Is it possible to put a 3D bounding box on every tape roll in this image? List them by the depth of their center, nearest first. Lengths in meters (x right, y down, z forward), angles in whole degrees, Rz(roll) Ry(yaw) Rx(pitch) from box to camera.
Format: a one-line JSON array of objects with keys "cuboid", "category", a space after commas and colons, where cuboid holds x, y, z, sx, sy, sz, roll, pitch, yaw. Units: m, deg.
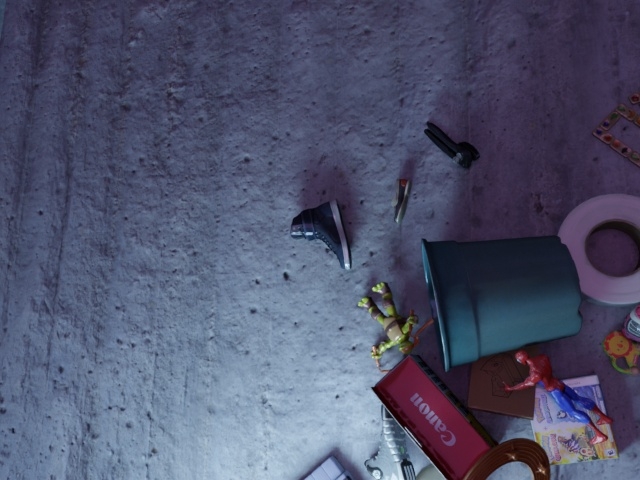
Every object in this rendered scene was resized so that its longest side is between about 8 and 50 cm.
[{"cuboid": [0.752, 0.028, 1.509, 0.286, 0.100, 0.286, -4, 77, 16], "category": "tape roll"}]

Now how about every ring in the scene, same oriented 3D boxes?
[{"cuboid": [0.431, 0.624, 1.382, 0.032, 0.336, 0.336, 24, 85, 58], "category": "ring"}]

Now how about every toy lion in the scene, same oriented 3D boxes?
[{"cuboid": [0.764, 0.282, 1.491, 0.096, 0.034, 0.100, 14, 83, 26], "category": "toy lion"}]

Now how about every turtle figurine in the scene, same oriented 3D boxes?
[{"cuboid": [0.207, 0.224, 1.622, 0.217, 0.087, 0.269, 60, 138, 27], "category": "turtle figurine"}]

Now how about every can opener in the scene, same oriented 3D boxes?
[{"cuboid": [0.374, -0.277, 1.722, 0.186, 0.073, 0.059, 40, 131, 23], "category": "can opener"}]

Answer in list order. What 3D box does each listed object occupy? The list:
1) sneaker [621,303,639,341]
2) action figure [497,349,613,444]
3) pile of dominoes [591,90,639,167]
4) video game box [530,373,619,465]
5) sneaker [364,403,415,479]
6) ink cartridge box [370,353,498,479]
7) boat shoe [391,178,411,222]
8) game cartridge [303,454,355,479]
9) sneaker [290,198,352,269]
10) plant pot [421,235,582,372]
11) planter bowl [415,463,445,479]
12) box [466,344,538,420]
[{"cuboid": [0.888, 0.239, 1.424, 0.299, 0.112, 0.121, 27, 50, 6], "category": "sneaker"}, {"cuboid": [0.554, 0.376, 1.432, 0.280, 0.139, 0.091, 46, 51, -4], "category": "action figure"}, {"cuboid": [0.893, -0.290, 1.565, 0.251, 0.040, 0.196, 43, 93, 20], "category": "pile of dominoes"}, {"cuboid": [0.627, 0.452, 1.487, 0.187, 0.048, 0.205, -14, 75, 17], "category": "video game box"}, {"cuboid": [0.165, 0.559, 1.590, 0.132, 0.086, 0.229, -30, 54, 31], "category": "sneaker"}, {"cuboid": [0.289, 0.442, 1.472, 0.130, 0.272, 0.309, -44, 70, 4], "category": "ink cartridge box"}, {"cuboid": [0.231, -0.117, 1.728, 0.043, 0.049, 0.137, 10, 79, 22], "category": "boat shoe"}, {"cuboid": [0.062, 0.792, 1.584, 0.230, 0.068, 0.355, -44, 70, 9], "category": "game cartridge"}, {"cuboid": [0.000, 0.000, 1.746, 0.163, 0.086, 0.226, -16, 64, 2], "category": "sneaker"}, {"cuboid": [0.447, 0.138, 1.478, 0.334, 0.341, 0.341, -9, 76, 7], "category": "plant pot"}, {"cuboid": [0.305, 0.664, 1.507, 0.162, 0.109, 0.162, -4, 78, 17], "category": "planter bowl"}, {"cuboid": [0.473, 0.353, 1.527, 0.164, 0.021, 0.201, 5, 57, 19], "category": "box"}]
